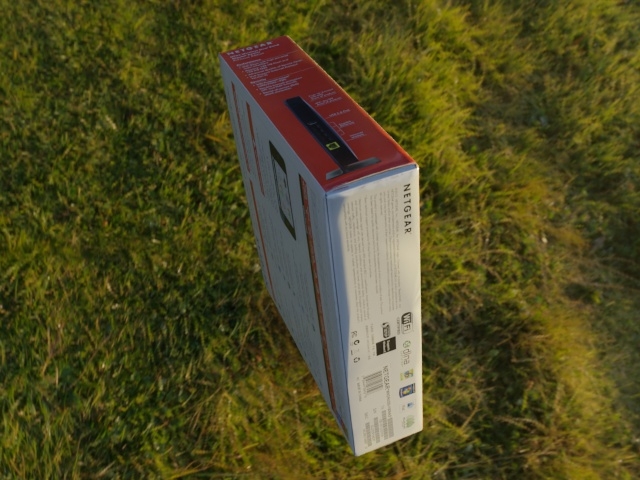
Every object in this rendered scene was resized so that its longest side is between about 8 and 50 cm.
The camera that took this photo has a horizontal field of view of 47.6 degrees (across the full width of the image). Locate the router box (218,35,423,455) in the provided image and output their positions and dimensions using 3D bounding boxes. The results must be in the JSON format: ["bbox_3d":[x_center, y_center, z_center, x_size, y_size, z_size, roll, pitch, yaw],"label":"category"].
[{"bbox_3d":[0.000,0.000,0.756,0.082,0.336,0.301,-18,40,-13],"label":"router box"}]
